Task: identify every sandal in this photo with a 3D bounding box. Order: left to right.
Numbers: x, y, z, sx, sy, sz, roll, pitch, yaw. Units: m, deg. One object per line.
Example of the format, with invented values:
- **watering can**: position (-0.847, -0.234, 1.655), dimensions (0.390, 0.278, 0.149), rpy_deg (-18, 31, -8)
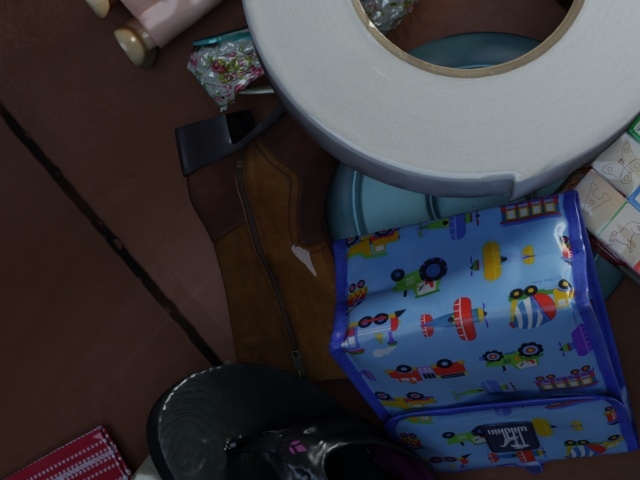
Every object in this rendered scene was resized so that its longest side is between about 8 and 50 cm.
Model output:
- **sandal**: position (0.054, 0.238, 1.180), dimensions (0.446, 0.167, 0.107), rpy_deg (34, 144, -18)

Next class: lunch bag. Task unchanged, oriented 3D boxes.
- **lunch bag**: position (0.158, 0.118, 1.215), dimensions (0.221, 0.138, 0.293), rpy_deg (-12, 134, 16)

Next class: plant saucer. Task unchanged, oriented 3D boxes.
- **plant saucer**: position (0.156, -0.044, 1.288), dimensions (0.318, 0.044, 0.317), rpy_deg (1, 94, 9)

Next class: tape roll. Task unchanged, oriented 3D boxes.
- **tape roll**: position (0.124, -0.228, 1.149), dimensions (0.392, 0.072, 0.391), rpy_deg (0, 79, 2)

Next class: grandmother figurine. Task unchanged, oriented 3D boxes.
- **grandmother figurine**: position (-0.073, -0.317, 1.284), dimensions (0.342, 0.104, 0.208), rpy_deg (-33, 122, 7)

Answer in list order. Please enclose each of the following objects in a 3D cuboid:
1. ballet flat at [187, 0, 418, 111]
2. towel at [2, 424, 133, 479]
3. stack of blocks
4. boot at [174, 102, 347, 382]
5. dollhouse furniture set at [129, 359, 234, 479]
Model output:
- **ballet flat**: position (-0.008, -0.188, 1.280), dimensions (0.241, 0.091, 0.077), rpy_deg (-18, 101, 2)
- **towel**: position (-0.237, 0.354, 1.388), dimensions (0.199, 0.031, 0.274), rpy_deg (-30, 88, 10)
- **stack of blocks**: position (0.368, -0.088, 1.200), dimensions (0.171, 0.087, 0.297), rpy_deg (41, 92, -1)
- **boot**: position (0.000, 0.000, 1.262), dimensions (0.264, 0.096, 0.280), rpy_deg (-14, 95, 23)
- **dollhouse furniture set**: position (-0.101, 0.264, 1.259), dimensions (0.161, 0.212, 0.242), rpy_deg (36, 66, 3)
